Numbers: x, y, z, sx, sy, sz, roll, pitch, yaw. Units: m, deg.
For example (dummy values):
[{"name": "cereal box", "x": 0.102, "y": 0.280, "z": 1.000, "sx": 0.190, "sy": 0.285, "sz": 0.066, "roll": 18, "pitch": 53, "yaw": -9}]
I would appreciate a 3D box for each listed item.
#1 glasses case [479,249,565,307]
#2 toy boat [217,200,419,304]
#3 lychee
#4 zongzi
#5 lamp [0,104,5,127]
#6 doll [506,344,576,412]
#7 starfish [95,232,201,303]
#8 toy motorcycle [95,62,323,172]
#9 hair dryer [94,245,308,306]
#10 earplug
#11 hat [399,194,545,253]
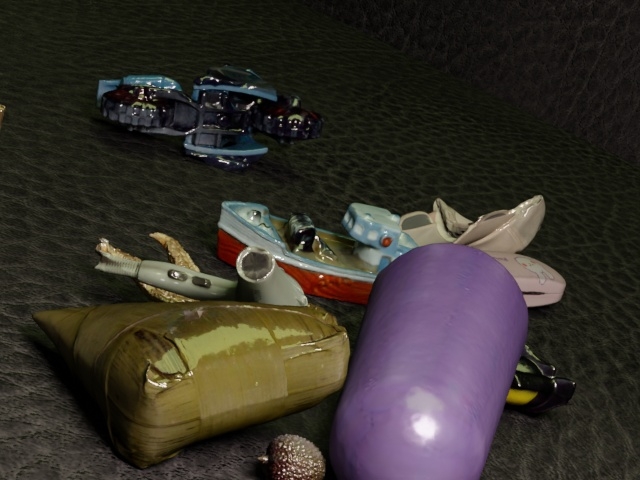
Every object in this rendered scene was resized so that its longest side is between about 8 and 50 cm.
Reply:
[{"name": "glasses case", "x": 0.282, "y": 0.062, "z": 2.302, "sx": 0.296, "sy": 0.075, "sz": 0.113, "roll": 2, "pitch": 23, "yaw": -42}, {"name": "toy boat", "x": 0.000, "y": 0.000, "z": 2.097, "sx": 0.331, "sy": 0.133, "sz": 0.145, "roll": 12, "pitch": 21, "yaw": -22}, {"name": "lychee", "x": -0.031, "y": 0.241, "z": 1.508, "sx": 0.083, "sy": 0.068, "sz": 0.067, "roll": 10, "pitch": 62, "yaw": -34}, {"name": "zongzi", "x": -0.146, "y": 0.110, "z": 1.581, "sx": 0.273, "sy": 0.145, "sz": 0.300, "roll": -13, "pitch": 28, "yaw": -30}, {"name": "lamp", "x": -0.527, "y": -0.125, "z": 1.968, "sx": 0.090, "sy": 0.089, "sz": 0.325, "roll": 18, "pitch": 19, "yaw": -5}, {"name": "doll", "x": 0.240, "y": 0.175, "z": 1.952, "sx": 0.248, "sy": 0.088, "sz": 0.127, "roll": 20, "pitch": 37, "yaw": 30}, {"name": "starfish", "x": -0.166, "y": 0.088, "z": 1.793, "sx": 0.302, "sy": 0.060, "sz": 0.299, "roll": 41, "pitch": 30, "yaw": 30}, {"name": "toy motorcycle", "x": -0.206, "y": -0.233, "z": 2.522, "sx": 0.416, "sy": 0.172, "sz": 0.232, "roll": 0, "pitch": 20, "yaw": -27}, {"name": "hair dryer", "x": -0.133, "y": 0.041, "z": 1.636, "sx": 0.267, "sy": 0.092, "sz": 0.229, "roll": 18, "pitch": -19, "yaw": -8}, {"name": "earplug", "x": 0.122, "y": 0.171, "z": 1.651, "sx": 0.215, "sy": 0.215, "sz": 0.456, "roll": 22, "pitch": 22, "yaw": 4}, {"name": "hat", "x": 0.258, "y": 0.003, "z": 2.403, "sx": 0.219, "sy": 0.164, "sz": 0.226, "roll": -1, "pitch": 35, "yaw": 43}]
